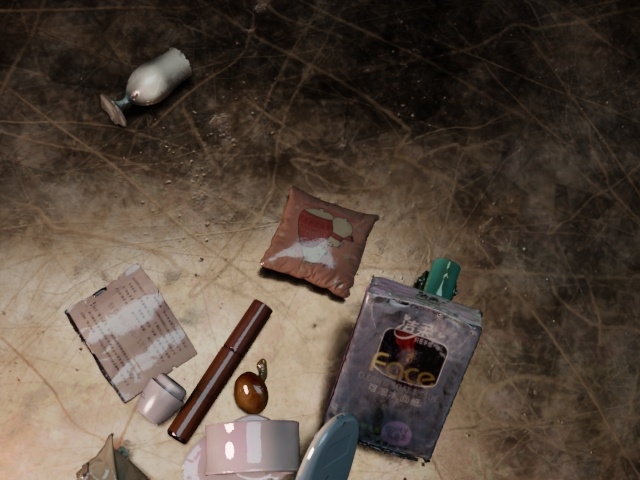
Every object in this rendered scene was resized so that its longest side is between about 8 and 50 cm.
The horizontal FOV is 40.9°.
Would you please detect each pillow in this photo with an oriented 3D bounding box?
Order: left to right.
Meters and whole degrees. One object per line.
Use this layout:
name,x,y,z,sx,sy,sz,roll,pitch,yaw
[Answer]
pillow,0.000,0.000,2.024,0.236,0.084,0.223,20,70,-4

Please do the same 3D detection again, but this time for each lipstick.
lipstick,-0.224,0.291,1.923,0.057,0.057,0.357,33,72,3

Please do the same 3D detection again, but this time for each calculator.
calculator,0.007,0.492,1.804,0.042,0.303,0.188,26,26,29

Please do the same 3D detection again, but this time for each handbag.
handbag,-0.479,0.546,1.783,0.182,0.117,0.270,47,73,-7

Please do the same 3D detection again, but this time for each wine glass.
wine glass,-0.417,-0.371,2.072,0.222,0.103,0.103,-40,82,-19

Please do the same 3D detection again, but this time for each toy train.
toy train,0.259,0.156,1.977,0.101,0.159,0.248,19,74,4

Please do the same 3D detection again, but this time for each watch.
watch,-0.163,0.459,1.791,0.244,0.231,0.196,0,75,-12

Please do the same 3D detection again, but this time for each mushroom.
mushroom,-0.153,0.319,1.918,0.073,0.088,0.129,28,51,-27

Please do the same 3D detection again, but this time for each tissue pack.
tissue pack,0.173,0.278,1.848,0.259,0.122,0.361,18,113,1

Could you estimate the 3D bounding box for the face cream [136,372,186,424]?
face cream,-0.347,0.345,1.873,0.091,0.091,0.095,37,81,4

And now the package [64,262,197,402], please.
package,-0.425,0.204,1.921,0.204,0.062,0.251,-34,85,-14

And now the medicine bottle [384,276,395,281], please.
medicine bottle,0.148,0.118,2.005,0.052,0.089,0.052,2,73,-7
